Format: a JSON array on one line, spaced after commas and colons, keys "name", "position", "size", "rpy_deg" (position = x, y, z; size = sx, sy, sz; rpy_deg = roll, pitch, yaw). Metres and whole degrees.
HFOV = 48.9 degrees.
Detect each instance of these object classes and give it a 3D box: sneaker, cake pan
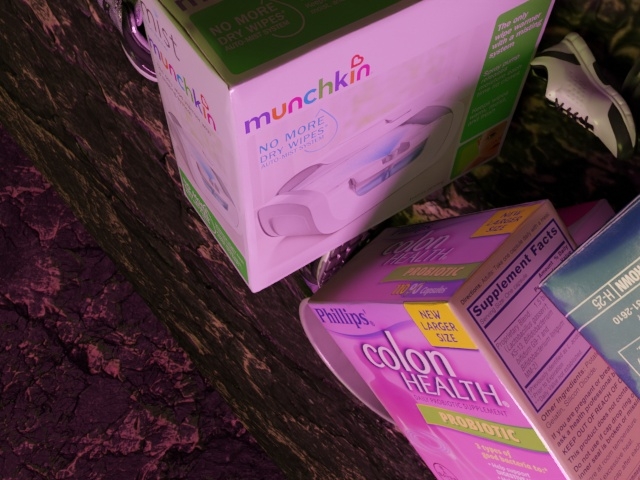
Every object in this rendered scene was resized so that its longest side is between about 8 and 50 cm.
[{"name": "sneaker", "position": [-0.243, -0.322, 0.875], "size": [0.269, 0.101, 0.153], "rpy_deg": [54, 165, -22]}, {"name": "sneaker", "position": [0.000, 0.000, 0.955], "size": [0.124, 0.107, 0.283], "rpy_deg": [48, 161, 16]}, {"name": "cake pan", "position": [0.084, 0.192, 1.169], "size": [0.293, 0.054, 0.293], "rpy_deg": [38, 155, 22]}, {"name": "sneaker", "position": [0.189, -0.098, 0.506], "size": [0.040, 0.043, 0.109], "rpy_deg": [54, -167, -61]}]

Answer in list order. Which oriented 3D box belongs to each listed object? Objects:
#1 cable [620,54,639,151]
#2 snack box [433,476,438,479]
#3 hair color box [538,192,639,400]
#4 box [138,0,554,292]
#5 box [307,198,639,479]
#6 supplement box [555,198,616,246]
[{"name": "cable", "position": [0.223, -0.162, 0.408], "size": [0.139, 0.072, 0.287], "rpy_deg": [24, 157, 48]}, {"name": "snack box", "position": [0.251, 0.293, 0.841], "size": [0.174, 0.207, 0.070], "rpy_deg": [53, 156, -12]}, {"name": "hair color box", "position": [0.309, 0.107, 0.413], "size": [0.347, 0.174, 0.105], "rpy_deg": [51, 129, 16]}, {"name": "box", "position": [0.023, -0.121, 0.518], "size": [0.127, 0.262, 0.231], "rpy_deg": [52, 159, 25]}, {"name": "box", "position": [0.140, 0.108, 0.585], "size": [0.243, 0.117, 0.213], "rpy_deg": [55, 156, -12]}, {"name": "supplement box", "position": [0.250, 0.086, 0.647], "size": [0.220, 0.114, 0.111], "rpy_deg": [52, 157, -11]}]
